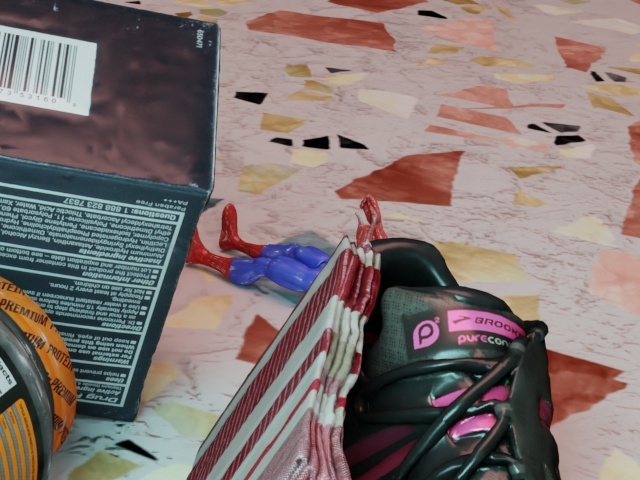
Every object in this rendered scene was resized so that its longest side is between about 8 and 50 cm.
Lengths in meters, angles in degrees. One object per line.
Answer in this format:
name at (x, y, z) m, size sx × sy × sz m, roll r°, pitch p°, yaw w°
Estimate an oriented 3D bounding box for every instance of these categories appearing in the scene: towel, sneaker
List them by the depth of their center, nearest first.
towel at (-0.042, 0.148, 1.049) m, size 0.037 × 0.237 × 0.329 m, roll 32°, pitch 23°, yaw -7°
sneaker at (0.078, 0.142, 1.091) m, size 0.185 × 0.202 × 0.483 m, roll -3°, pitch 24°, yaw -14°

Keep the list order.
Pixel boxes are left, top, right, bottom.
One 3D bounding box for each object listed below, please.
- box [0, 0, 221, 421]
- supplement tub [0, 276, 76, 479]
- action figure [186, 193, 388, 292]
box at (-0.250, -0.032, 1.218) m, size 0.296 × 0.294 × 0.183 m, roll 10°, pitch 48°, yaw -12°
supplement tub at (-0.305, 0.149, 1.010) m, size 0.207 × 0.207 × 0.338 m, roll 13°, pitch 24°, yaw 19°
action figure at (0.000, 0.000, 1.498) m, size 0.280 × 0.139 × 0.091 m, roll 23°, pitch 31°, yaw 32°
